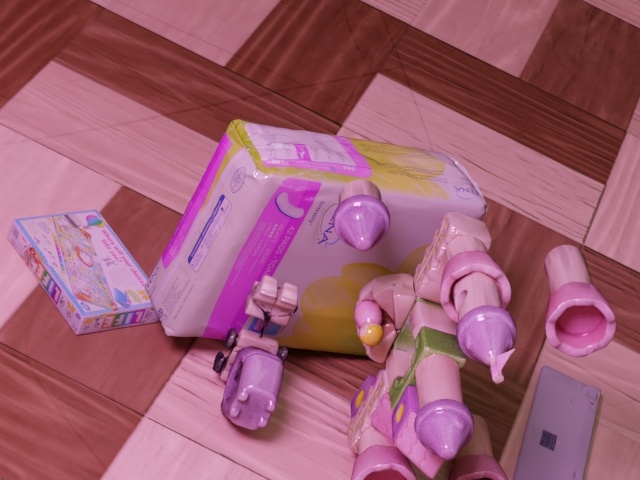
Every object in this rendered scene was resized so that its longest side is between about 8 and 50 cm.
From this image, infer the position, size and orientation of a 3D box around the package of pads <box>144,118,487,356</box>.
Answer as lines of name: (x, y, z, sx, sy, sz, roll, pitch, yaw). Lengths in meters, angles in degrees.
package of pads: (0.000, 0.000, 1.975, 0.296, 0.229, 0.101, 8, 36, -34)

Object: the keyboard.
keyboard: (0.249, 0.217, 2.054, 0.072, 0.014, 0.256, 20, 33, 3)

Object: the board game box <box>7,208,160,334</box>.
board game box: (-0.240, 0.030, 1.991, 0.103, 0.026, 0.154, -8, 45, -38)

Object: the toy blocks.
toy blocks: (0.086, 0.136, 1.810, 0.309, 0.289, 0.260, 20, 28, -12)
